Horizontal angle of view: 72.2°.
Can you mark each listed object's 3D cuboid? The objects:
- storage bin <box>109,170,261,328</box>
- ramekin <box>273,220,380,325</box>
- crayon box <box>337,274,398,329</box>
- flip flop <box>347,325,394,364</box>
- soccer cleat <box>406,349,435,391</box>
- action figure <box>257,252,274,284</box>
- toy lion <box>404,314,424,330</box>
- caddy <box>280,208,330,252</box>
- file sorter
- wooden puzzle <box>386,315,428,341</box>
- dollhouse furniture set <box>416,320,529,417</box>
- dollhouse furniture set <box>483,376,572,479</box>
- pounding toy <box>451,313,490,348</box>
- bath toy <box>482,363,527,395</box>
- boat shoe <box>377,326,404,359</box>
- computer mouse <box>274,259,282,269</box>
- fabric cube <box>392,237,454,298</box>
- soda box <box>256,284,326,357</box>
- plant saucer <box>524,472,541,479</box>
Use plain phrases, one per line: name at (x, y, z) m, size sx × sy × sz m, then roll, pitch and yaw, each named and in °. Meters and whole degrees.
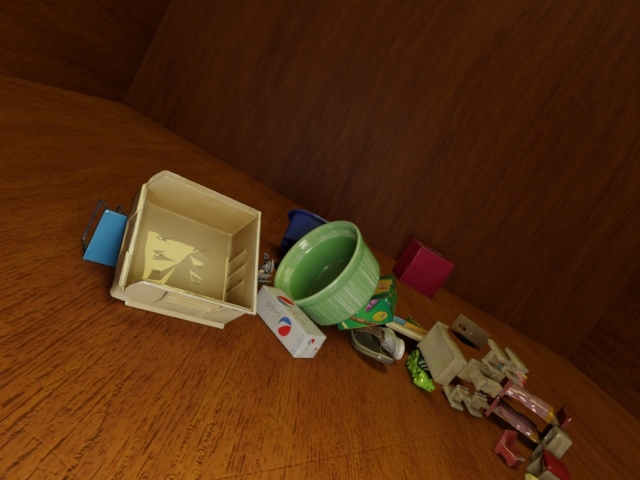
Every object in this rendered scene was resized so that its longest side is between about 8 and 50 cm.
storage bin at (-0.273, 0.023, 0.936) m, size 0.261 × 0.123 × 0.262 m, roll 24°, pitch 50°, yaw -35°
ramekin at (0.025, 0.100, 1.288) m, size 0.148 × 0.303 × 0.303 m, roll 48°, pitch 0°, yaw -30°
crayon box at (0.154, 0.193, 1.414) m, size 0.166 × 0.081 × 0.278 m, roll -12°, pitch 7°, yaw 15°
flip flop at (0.150, 0.287, 1.350) m, size 0.112 × 0.080 × 0.277 m, roll 27°, pitch 11°, yaw -18°
soccer cleat at (0.309, 0.400, 1.351) m, size 0.072 × 0.060 × 0.179 m, roll 40°, pitch 15°, yaw -6°
action figure at (-0.244, 0.048, 1.349) m, size 0.185 × 0.099 × 0.285 m, roll 30°, pitch 12°, yaw -33°
toy lion at (0.412, 0.364, 1.877) m, size 0.096 × 0.034 × 0.100 m, roll 33°, pitch 8°, yaw -30°
caddy at (0.000, 0.000, 1.795) m, size 0.342 × 0.179 × 0.241 m, roll 31°, pitch -19°, yaw -3°
file sorter at (-0.435, -0.007, 1.007) m, size 0.170 × 0.118 × 0.104 m, roll 23°, pitch 10°, yaw -38°
wooden puzzle at (0.312, 0.316, 1.616) m, size 0.221 × 0.044 × 0.239 m, roll 26°, pitch -2°, yaw -3°
dollhouse furniture set at (0.437, 0.371, 1.318) m, size 0.242 × 0.212 × 0.161 m, roll 27°, pitch 21°, yaw -19°
dollhouse furniture set at (0.595, 0.529, 1.246) m, size 0.201 × 0.152 × 0.374 m, roll 34°, pitch 11°, yaw 17°
pounding toy at (0.760, 0.465, 2.220) m, size 0.206 × 0.094 × 0.181 m, roll 36°, pitch 2°, yaw -28°
bath toy at (0.707, 0.521, 1.678) m, size 0.348 × 0.128 × 0.151 m, roll 20°, pitch 15°, yaw -49°
boat shoe at (0.218, 0.325, 1.421) m, size 0.063 × 0.066 × 0.184 m, roll 18°, pitch 13°, yaw -11°
computer mouse at (-0.049, 0.113, 1.674) m, size 0.184 × 0.060 × 0.262 m, roll 33°, pitch 11°, yaw 18°
fabric cube at (0.649, 0.174, 2.806) m, size 0.254 × 0.258 × 0.259 m, roll 28°, pitch 11°, yaw -8°
soda box at (-0.085, 0.204, 1.120) m, size 0.074 × 0.069 × 0.216 m, roll 19°, pitch 16°, yaw -47°
plant saucer at (0.554, 0.642, 0.804) m, size 0.333 × 0.080 × 0.333 m, roll 30°, pitch 10°, yaw -1°
